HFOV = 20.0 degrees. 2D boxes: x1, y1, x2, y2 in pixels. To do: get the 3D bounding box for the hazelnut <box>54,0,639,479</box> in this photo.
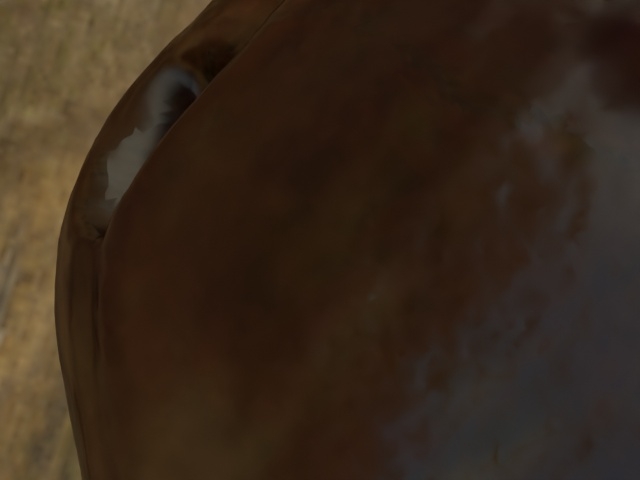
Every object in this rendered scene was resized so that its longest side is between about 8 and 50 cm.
[{"bbox_3d":[0.086,0.057,0.822,0.402,0.429,0.402,-30,-169,7],"label":"hazelnut"}]
